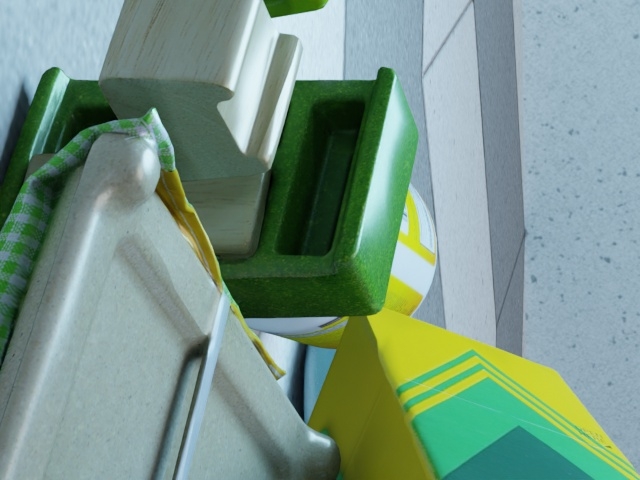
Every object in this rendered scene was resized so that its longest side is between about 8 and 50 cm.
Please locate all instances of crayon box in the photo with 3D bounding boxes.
[{"bbox_3d":[0.008,0.238,0.560,0.313,0.106,0.363,-111,-138,-76],"label":"crayon box"}]

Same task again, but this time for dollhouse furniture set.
[{"bbox_3d":[-0.087,0.026,0.524,0.197,0.151,0.302,63,34,-52],"label":"dollhouse furniture set"}]

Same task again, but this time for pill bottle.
[{"bbox_3d":[0.000,0.000,0.941,0.215,0.117,0.117,31,61,-76],"label":"pill bottle"}]

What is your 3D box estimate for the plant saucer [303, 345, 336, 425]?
[{"bbox_3d":[0.043,0.169,1.224,0.317,0.043,0.318,-10,90,-77],"label":"plant saucer"}]
